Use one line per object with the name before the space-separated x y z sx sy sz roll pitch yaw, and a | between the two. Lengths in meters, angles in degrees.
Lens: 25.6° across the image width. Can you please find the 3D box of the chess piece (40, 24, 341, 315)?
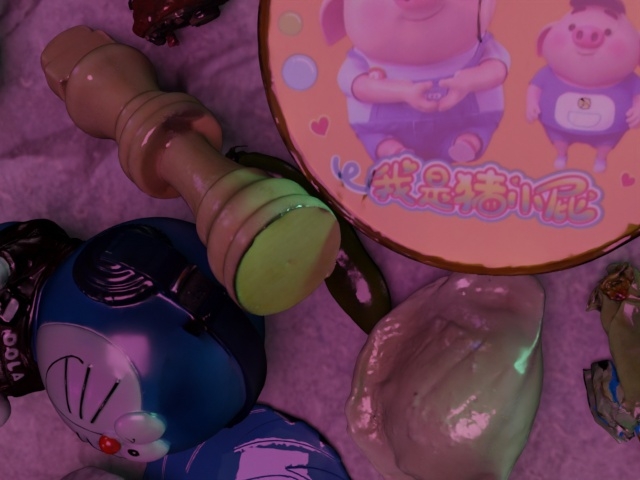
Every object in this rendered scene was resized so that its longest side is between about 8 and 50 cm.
chess piece | -0.143 -0.089 1.304 0.397 0.117 0.117 43 108 36

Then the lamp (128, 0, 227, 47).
lamp | -0.181 -0.316 1.353 0.118 0.118 0.253 -29 89 15

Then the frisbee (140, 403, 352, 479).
frisbee | -0.079 0.288 1.462 0.242 0.045 0.242 2 99 13

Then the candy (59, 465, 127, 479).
candy | -0.210 0.381 1.435 0.214 0.157 0.290 -19 100 34

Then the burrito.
burrito | 0.313 0.162 1.350 0.104 0.054 0.288 -19 96 17

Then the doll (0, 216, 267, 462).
doll | -0.198 0.087 1.363 0.309 0.240 0.284 15 143 23

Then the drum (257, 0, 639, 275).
drum | 0.170 -0.185 1.241 0.431 0.214 0.431 2 100 11

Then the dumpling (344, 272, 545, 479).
dumpling | 0.121 0.138 1.351 0.179 0.131 0.252 19 98 17

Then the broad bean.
broad bean | 0.003 -0.003 1.393 0.065 0.046 0.254 -39 88 22
